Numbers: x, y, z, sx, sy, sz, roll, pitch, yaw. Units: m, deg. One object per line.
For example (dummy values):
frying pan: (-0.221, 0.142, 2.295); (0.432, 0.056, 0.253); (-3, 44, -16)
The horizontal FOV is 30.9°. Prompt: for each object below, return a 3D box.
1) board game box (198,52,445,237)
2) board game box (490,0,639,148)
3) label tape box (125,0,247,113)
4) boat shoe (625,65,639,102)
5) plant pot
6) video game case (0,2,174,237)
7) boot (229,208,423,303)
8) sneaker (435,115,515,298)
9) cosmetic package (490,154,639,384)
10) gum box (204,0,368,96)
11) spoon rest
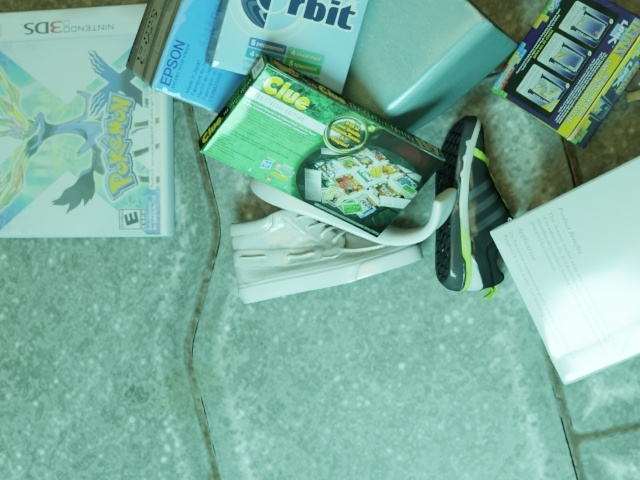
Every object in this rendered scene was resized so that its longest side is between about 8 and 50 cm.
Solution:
board game box: (0.004, -0.103, 1.330); (0.260, 0.030, 0.136); (26, 122, -30)
board game box: (0.316, -0.222, 1.439); (0.141, 0.048, 0.170); (41, 103, 36)
label tape box: (-0.149, -0.306, 1.440); (0.115, 0.348, 0.249); (18, 98, -23)
boat shoe: (0.469, -0.223, 1.410); (0.207, 0.073, 0.073); (-10, 90, 15)
plant pot: (0.059, -0.243, 1.436); (0.248, 0.247, 0.252); (45, 104, 10)
video game case: (-0.354, -0.168, 1.657); (0.300, 0.036, 0.329); (0, 91, 16)
boot: (0.000, 0.000, 1.533); (0.258, 0.095, 0.123); (-13, 89, 13)
sneaker: (0.205, -0.043, 1.499); (0.097, 0.084, 0.234); (3, 91, -14)
cosmetic package: (0.423, -0.007, 1.349); (0.385, 0.156, 0.217); (-26, 85, 26)
gum box: (-0.028, -0.265, 1.276); (0.157, 0.041, 0.184); (10, 105, -22)
spoon rest: (0.036, -0.053, 1.490); (0.276, 0.137, 0.084); (16, 117, 26)
